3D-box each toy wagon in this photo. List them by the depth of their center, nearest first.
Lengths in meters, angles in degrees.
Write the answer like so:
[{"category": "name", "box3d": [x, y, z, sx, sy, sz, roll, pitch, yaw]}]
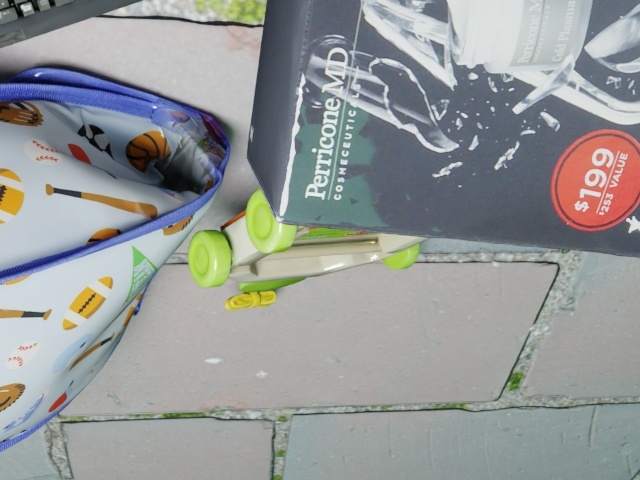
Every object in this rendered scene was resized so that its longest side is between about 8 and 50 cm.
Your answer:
[{"category": "toy wagon", "box3d": [0.000, 0.000, 0.836, 0.267, 0.068, 0.344, -3, 165, -37]}]

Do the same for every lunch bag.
[{"category": "lunch bag", "box3d": [-0.288, 0.029, 0.741, 0.385, 0.239, 0.328, -21, 155, -48]}]

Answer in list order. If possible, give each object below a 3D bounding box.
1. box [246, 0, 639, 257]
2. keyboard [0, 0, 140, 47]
[{"category": "box", "box3d": [0.130, -0.179, 0.555, 0.312, 0.179, 0.343, 5, 107, -12]}, {"category": "keyboard", "box3d": [-0.244, -0.220, 0.569, 0.317, 0.033, 0.201, -26, 141, -19]}]
